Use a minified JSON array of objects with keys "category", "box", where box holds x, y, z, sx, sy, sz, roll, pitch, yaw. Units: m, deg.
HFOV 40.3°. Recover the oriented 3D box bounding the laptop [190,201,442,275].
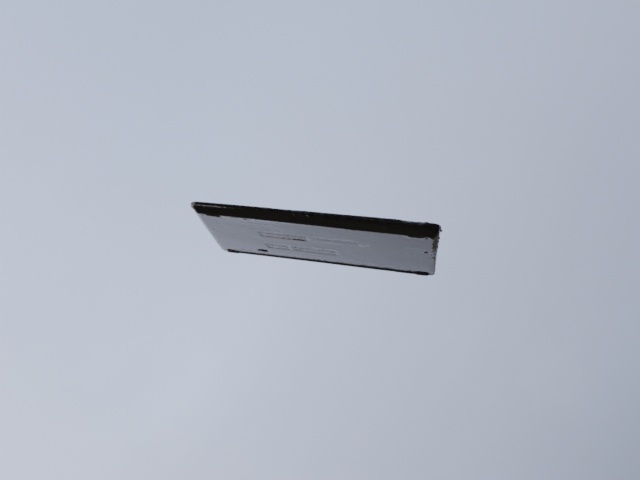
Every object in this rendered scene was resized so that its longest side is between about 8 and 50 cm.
[{"category":"laptop","box":[0.000,0.000,0.721,0.135,0.197,0.016,69,-153,-74]}]
